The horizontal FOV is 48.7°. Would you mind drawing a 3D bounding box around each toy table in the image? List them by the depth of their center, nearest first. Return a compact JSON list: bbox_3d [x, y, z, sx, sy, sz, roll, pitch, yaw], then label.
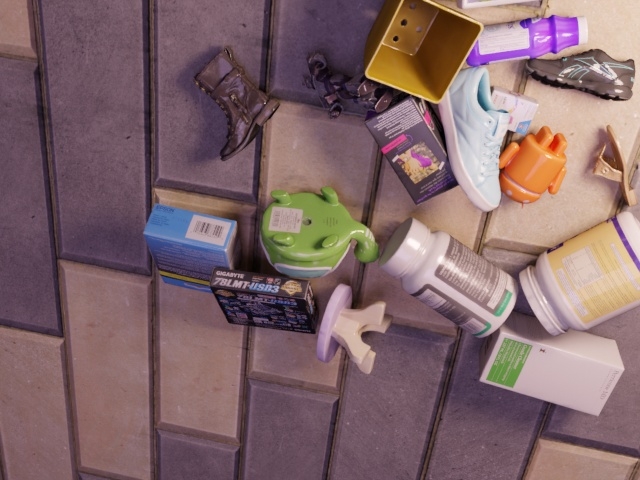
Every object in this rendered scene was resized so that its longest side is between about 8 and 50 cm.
[{"bbox_3d":[0.102,0.275,2.145,0.161,0.252,0.274,20,132,19],"label":"toy table"}]

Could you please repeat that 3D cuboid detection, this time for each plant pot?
[{"bbox_3d":[0.223,-0.489,1.694,0.212,0.187,0.212,16,122,-21],"label":"plant pot"}]

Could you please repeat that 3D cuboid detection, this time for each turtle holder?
[{"bbox_3d":[-0.013,-0.012,2.022,0.320,0.243,0.227,-18,145,-17],"label":"turtle holder"}]

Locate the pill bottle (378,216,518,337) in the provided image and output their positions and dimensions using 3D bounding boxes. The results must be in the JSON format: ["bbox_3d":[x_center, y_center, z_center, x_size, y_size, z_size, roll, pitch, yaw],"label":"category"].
[{"bbox_3d":[0.358,0.100,1.998,0.361,0.204,0.204,34,119,-8],"label":"pill bottle"}]

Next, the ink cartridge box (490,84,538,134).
[{"bbox_3d":[0.485,-0.336,1.821,0.122,0.052,0.088,19,120,3],"label":"ink cartridge box"}]

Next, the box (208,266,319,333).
[{"bbox_3d":[-0.164,0.188,2.149,0.295,0.073,0.293,6,151,9],"label":"box"}]

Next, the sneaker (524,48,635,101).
[{"bbox_3d":[0.638,-0.419,1.736,0.267,0.101,0.106,15,98,4],"label":"sneaker"}]

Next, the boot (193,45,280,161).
[{"bbox_3d":[-0.259,-0.373,1.946,0.229,0.091,0.263,41,114,-6],"label":"boot"}]

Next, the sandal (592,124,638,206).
[{"bbox_3d":[0.750,-0.177,1.833,0.079,0.088,0.240,-23,117,16],"label":"sandal"}]

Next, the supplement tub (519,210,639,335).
[{"bbox_3d":[0.734,0.097,1.899,0.331,0.241,0.241,-31,108,25],"label":"supplement tub"}]

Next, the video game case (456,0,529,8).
[{"bbox_3d":[0.446,-0.697,1.563,0.300,0.036,0.329,-12,120,-16],"label":"video game case"}]

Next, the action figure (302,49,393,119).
[{"bbox_3d":[0.044,-0.394,1.802,0.285,0.099,0.185,20,154,45],"label":"action figure"}]

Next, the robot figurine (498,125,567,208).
[{"bbox_3d":[0.554,-0.187,1.845,0.158,0.128,0.219,1,131,-40],"label":"robot figurine"}]

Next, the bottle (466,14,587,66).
[{"bbox_3d":[0.490,-0.485,1.700,0.283,0.118,0.092,-5,116,15],"label":"bottle"}]

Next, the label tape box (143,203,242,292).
[{"bbox_3d":[-0.373,0.041,2.149,0.249,0.115,0.347,12,154,5],"label":"label tape box"}]

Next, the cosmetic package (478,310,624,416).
[{"bbox_3d":[0.677,0.357,2.103,0.365,0.155,0.197,16,118,4],"label":"cosmetic package"}]

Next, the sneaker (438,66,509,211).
[{"bbox_3d":[0.403,-0.255,1.758,0.150,0.135,0.366,-15,95,43],"label":"sneaker"}]

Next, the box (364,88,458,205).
[{"bbox_3d":[0.249,-0.257,1.847,0.143,0.165,0.270,-26,111,23],"label":"box"}]
